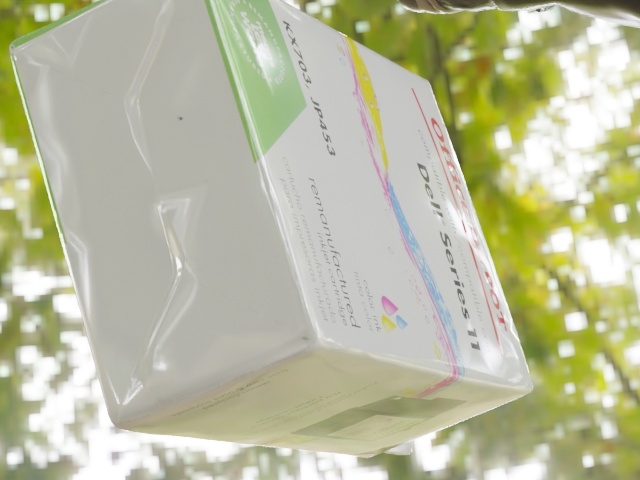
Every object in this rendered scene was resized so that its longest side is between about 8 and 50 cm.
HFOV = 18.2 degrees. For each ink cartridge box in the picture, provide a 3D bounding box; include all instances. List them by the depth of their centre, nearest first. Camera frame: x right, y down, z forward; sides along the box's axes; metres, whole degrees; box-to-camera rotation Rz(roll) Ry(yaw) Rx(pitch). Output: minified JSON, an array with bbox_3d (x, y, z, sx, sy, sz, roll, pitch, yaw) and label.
[{"bbox_3d":[0.000,0.000,1.072,0.119,0.207,0.353,-24,-17,21],"label":"ink cartridge box"}]

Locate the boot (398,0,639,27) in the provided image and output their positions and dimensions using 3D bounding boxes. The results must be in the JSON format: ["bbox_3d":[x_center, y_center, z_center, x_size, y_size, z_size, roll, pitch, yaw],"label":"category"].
[{"bbox_3d":[0.265,-0.249,1.476,0.284,0.138,0.377,16,34,38],"label":"boot"}]
